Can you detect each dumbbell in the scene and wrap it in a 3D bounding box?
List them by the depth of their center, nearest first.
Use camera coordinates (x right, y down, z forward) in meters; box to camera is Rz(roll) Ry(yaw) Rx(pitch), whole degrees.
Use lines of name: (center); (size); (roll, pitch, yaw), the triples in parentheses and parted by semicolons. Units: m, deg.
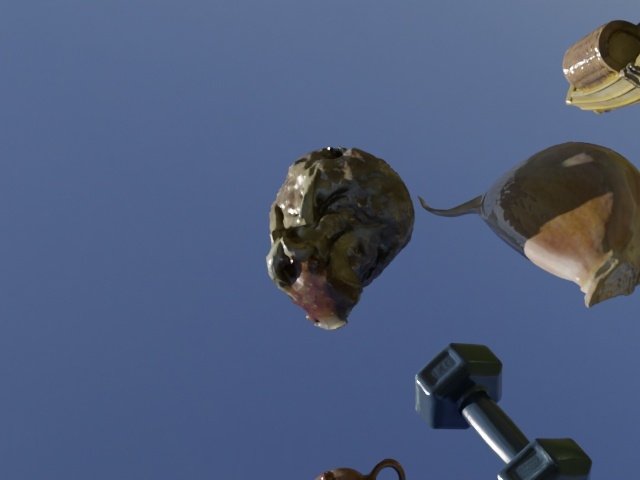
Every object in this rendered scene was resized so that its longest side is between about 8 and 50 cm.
dumbbell: (0.278, 0.301, 2.188); (0.144, 0.156, 0.316); (-21, -137, -20)

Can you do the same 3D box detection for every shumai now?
shumai: (0.000, 0.000, 1.527); (0.161, 0.209, 0.153); (54, -131, -14)

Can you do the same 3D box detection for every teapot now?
teapot: (0.032, 0.330, 1.768); (0.116, 0.173, 0.116); (53, 165, 22)

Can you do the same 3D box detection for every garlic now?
garlic: (0.239, -0.041, 1.459); (0.148, 0.128, 0.266); (-12, -158, -36)

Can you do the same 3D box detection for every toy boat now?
toy boat: (0.411, -0.249, 1.984); (0.115, 0.089, 0.310); (23, 173, -11)
